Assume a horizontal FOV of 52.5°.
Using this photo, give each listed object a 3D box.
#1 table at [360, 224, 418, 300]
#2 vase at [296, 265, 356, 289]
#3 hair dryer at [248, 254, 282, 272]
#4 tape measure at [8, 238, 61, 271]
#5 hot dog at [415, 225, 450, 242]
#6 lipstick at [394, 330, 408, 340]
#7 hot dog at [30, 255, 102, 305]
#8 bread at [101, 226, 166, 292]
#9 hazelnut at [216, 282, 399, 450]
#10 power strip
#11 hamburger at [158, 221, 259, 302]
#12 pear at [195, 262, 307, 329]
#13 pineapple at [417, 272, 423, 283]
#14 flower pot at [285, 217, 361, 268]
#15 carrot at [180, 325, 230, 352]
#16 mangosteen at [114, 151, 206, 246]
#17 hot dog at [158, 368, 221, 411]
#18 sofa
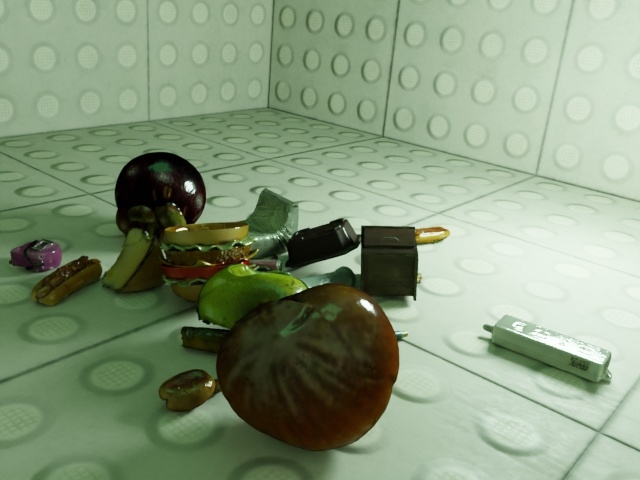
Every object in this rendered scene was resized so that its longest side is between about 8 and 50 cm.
[{"bbox_3d":[0.203,0.062,1.945,0.169,0.172,0.193,1,22,5],"label":"table"},{"bbox_3d":[0.009,0.131,1.862,0.096,0.096,0.219,22,24,36],"label":"vase"},{"bbox_3d":[-0.161,0.074,2.042,0.106,0.054,0.154,5,11,12],"label":"hair dryer"},{"bbox_3d":[-0.827,0.045,1.906,0.118,0.074,0.125,11,24,13],"label":"tape measure"},{"bbox_3d":[0.391,-0.017,2.366,0.188,0.055,0.072,-6,21,-25],"label":"hot dog"},{"bbox_3d":[0.178,0.250,1.679,0.116,0.037,0.037,-3,22,-34],"label":"lipstick"},{"bbox_3d":[-0.697,0.100,1.795,0.102,0.076,0.249,9,23,19],"label":"hot dog"},{"bbox_3d":[-0.525,0.055,1.830,0.140,0.160,0.169,23,28,38],"label":"bread"},{"bbox_3d":[-0.017,0.235,1.250,0.372,0.372,0.315,-10,54,-34],"label":"hazelnut"},{"bbox_3d":[0.582,0.272,1.678,0.338,0.058,0.098,19,26,31],"label":"power strip"},{"bbox_3d":[-0.304,0.064,1.782,0.274,0.212,0.274,-3,7,0],"label":"hamburger"},{"bbox_3d":[-0.156,0.145,1.571,0.238,0.164,0.255,8,-1,-22],"label":"pear"},{"bbox_3d":[0.301,0.119,2.054,0.045,0.019,0.083,6,22,19],"label":"pineapple"},{"bbox_3d":[0.000,0.000,2.067,0.251,0.084,0.179,-15,16,18],"label":"flower pot"},{"bbox_3d":[-0.210,0.249,1.549,0.260,0.070,0.070,7,22,9],"label":"carrot"},{"bbox_3d":[-0.536,-0.124,2.147,0.307,0.307,0.347,6,50,1],"label":"mangosteen"},{"bbox_3d":[-0.273,0.316,1.378,0.090,0.060,0.140,25,36,33],"label":"hot dog"},{"bbox_3d":[-0.213,-0.056,2.162,0.225,0.176,0.210,-11,27,-36],"label":"sofa"}]
